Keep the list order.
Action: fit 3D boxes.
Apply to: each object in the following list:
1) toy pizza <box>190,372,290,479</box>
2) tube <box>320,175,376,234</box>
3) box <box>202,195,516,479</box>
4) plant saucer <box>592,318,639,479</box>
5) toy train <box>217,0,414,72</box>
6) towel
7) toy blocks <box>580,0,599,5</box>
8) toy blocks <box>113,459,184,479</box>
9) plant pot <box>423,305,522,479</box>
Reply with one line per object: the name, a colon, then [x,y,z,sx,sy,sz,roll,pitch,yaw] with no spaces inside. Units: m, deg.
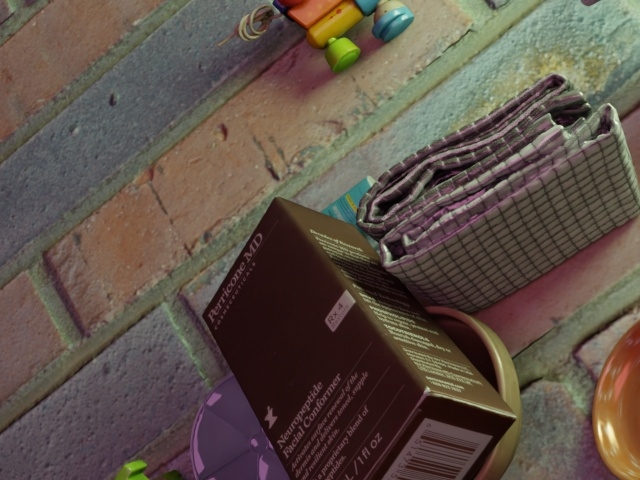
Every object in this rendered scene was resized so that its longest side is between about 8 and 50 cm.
toy pizza: [-0.072,0.257,1.226,0.201,0.032,0.201,-6,75,20]
tube: [0.000,0.000,1.261,0.207,0.052,0.080,-39,58,15]
box: [0.023,0.131,1.067,0.191,0.143,0.381,-58,36,15]
plant saucer: [0.365,0.164,1.010,0.200,0.037,0.200,-50,27,37]
toy train: [-0.004,-0.285,1.316,0.248,0.105,0.143,-36,78,10]
towel: [0.203,-0.048,1.083,0.283,0.235,0.121,-34,60,11]
toy blocks: [0.394,-0.349,1.079,0.260,0.308,0.289,-52,22,28]
toy blocks: [-0.151,0.396,1.067,0.261,0.381,0.191,34,92,12]
plant pot: [0.144,0.200,1.085,0.237,0.109,0.237,-25,55,42]
